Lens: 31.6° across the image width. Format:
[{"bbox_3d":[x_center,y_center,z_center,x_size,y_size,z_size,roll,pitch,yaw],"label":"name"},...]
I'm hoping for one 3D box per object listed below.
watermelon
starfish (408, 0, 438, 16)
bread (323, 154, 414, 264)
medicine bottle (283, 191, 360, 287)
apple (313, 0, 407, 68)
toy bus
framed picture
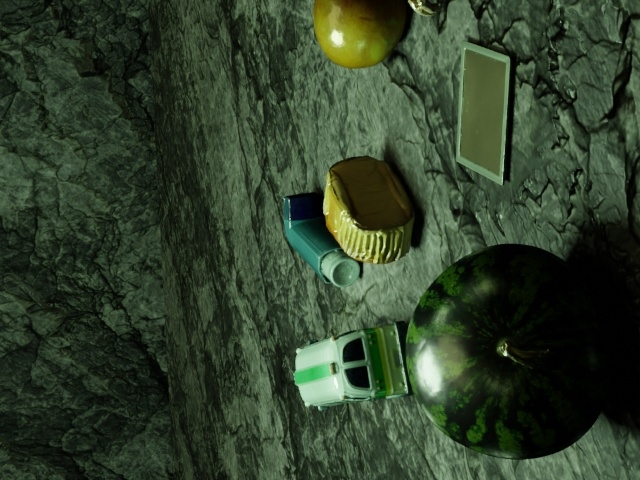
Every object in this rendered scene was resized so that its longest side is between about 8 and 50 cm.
[{"bbox_3d":[0.231,0.137,1.404,0.269,0.268,0.269,173,90,-70],"label":"watermelon"},{"bbox_3d":[0.175,-0.461,1.550,0.303,0.113,0.312,167,105,-68],"label":"starfish"},{"bbox_3d":[0.080,-0.046,1.915,0.190,0.132,0.114,-115,25,-46],"label":"bread"},{"bbox_3d":[0.000,0.000,2.226,0.258,0.079,0.124,-132,40,-57],"label":"medicine bottle"},{"bbox_3d":[0.059,-0.362,1.845,0.163,0.146,0.147,-126,30,-49],"label":"apple"},{"bbox_3d":[0.053,0.230,2.037,0.276,0.164,0.134,148,115,-68],"label":"toy bus"},{"bbox_3d":[0.234,-0.184,1.617,0.142,0.011,0.183,-139,46,-62],"label":"framed picture"}]
